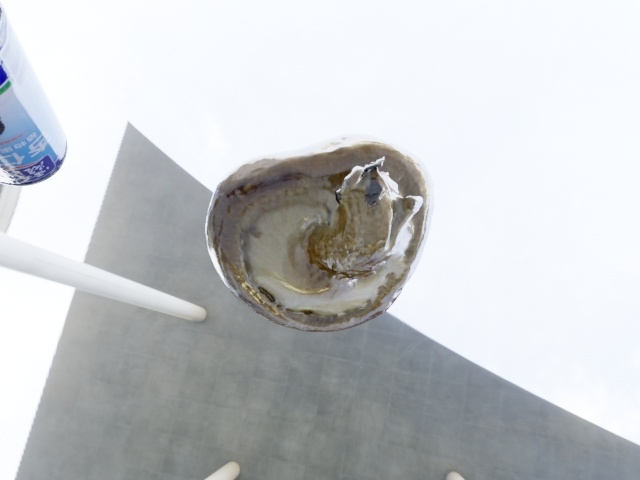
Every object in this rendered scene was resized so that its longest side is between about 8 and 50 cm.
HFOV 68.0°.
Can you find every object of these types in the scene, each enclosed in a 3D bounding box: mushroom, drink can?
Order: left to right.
[{"bbox_3d":[-0.286,-0.123,0.400,0.097,0.235,0.097,3,-101,-18],"label":"drink can"},{"bbox_3d":[0.000,0.000,0.686,0.345,0.260,0.346,-2,-61,-4],"label":"mushroom"}]
